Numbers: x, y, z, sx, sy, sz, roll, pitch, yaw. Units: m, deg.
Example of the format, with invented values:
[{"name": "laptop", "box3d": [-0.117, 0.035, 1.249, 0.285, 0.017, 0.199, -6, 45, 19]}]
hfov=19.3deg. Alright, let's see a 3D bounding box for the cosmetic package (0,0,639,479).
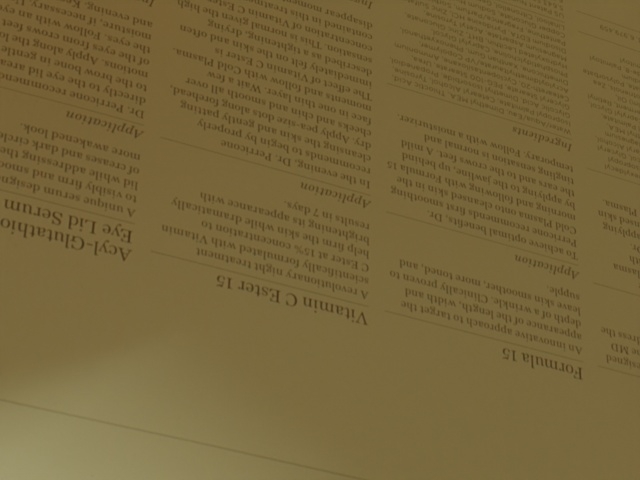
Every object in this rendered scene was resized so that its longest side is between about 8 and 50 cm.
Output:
[{"name": "cosmetic package", "box3d": [0.000, 0.000, 0.656, 0.377, 0.284, 0.097, 15, 144, -20]}]
